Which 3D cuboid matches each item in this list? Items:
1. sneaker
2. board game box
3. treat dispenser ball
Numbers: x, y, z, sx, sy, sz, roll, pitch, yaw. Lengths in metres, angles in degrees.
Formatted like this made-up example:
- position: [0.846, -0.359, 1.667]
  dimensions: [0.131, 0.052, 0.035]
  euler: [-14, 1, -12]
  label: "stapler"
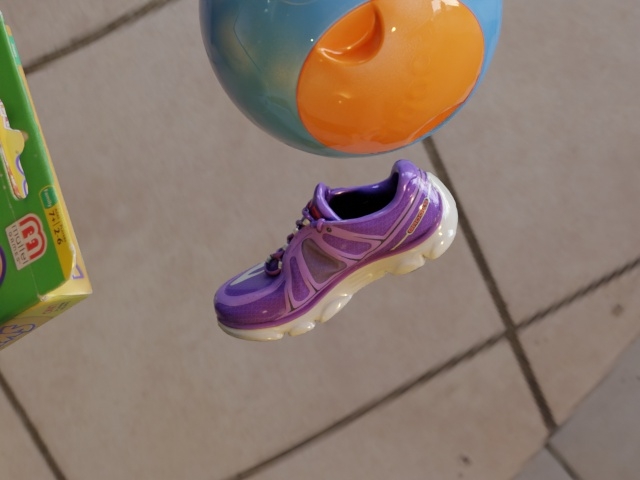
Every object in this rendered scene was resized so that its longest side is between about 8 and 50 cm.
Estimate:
- position: [0.000, 0.000, 0.956]
  dimensions: [0.170, 0.068, 0.071]
  euler: [-31, 123, 16]
  label: "sneaker"
- position: [-0.192, 0.007, 0.684]
  dimensions: [0.039, 0.259, 0.124]
  euler: [-5, 71, -47]
  label: "board game box"
- position: [0.028, -0.222, 1.465]
  dimensions: [0.288, 0.288, 0.288]
  euler: [-5, 110, -13]
  label: "treat dispenser ball"
